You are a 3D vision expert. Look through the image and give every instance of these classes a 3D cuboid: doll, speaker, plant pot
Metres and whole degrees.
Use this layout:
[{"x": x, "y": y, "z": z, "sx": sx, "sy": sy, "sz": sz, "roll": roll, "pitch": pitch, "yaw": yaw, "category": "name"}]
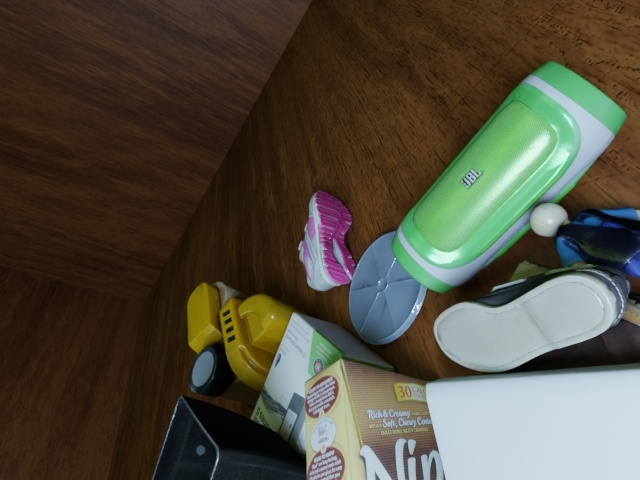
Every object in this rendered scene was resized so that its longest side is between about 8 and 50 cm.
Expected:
[{"x": 0.294, "y": 0.002, "z": 0.410, "sx": 0.129, "sy": 0.046, "sz": 0.189, "roll": -35, "pitch": 35, "yaw": -24, "category": "doll"}, {"x": 0.223, "y": -0.068, "z": 0.556, "sx": 0.297, "sy": 0.131, "sz": 0.131, "roll": -53, "pitch": 31, "yaw": 27, "category": "speaker"}, {"x": -0.122, "y": 0.344, "z": 0.590, "sx": 0.188, "sy": 0.166, "sz": 0.188, "roll": 4, "pitch": 76, "yaw": 59, "category": "plant pot"}]

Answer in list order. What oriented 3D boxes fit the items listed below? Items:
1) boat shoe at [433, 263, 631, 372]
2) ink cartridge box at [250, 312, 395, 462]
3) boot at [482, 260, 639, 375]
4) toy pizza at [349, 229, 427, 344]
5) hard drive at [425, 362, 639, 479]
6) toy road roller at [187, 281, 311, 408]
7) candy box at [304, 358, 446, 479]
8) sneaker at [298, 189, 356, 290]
[{"x": 0.195, "y": 0.076, "z": 0.419, "sx": 0.075, "sy": 0.064, "sz": 0.206, "roll": 64, "pitch": 148, "yaw": 11, "category": "boat shoe"}, {"x": -0.015, "y": 0.291, "z": 0.735, "sx": 0.198, "sy": 0.114, "sz": 0.273, "roll": 22, "pitch": 91, "yaw": 62, "category": "ink cartridge box"}, {"x": 0.259, "y": 0.148, "z": 0.412, "sx": 0.248, "sy": 0.090, "sz": 0.207, "roll": 31, "pitch": 110, "yaw": 61, "category": "boot"}, {"x": 0.118, "y": 0.080, "z": 0.741, "sx": 0.201, "sy": 0.032, "sz": 0.202, "roll": -41, "pitch": 38, "yaw": 43, "category": "toy pizza"}, {"x": 0.248, "y": 0.212, "z": 0.315, "sx": 0.353, "sy": 0.047, "sz": 0.233, "roll": -28, "pitch": 68, "yaw": 50, "category": "hard drive"}, {"x": -0.147, "y": 0.196, "z": 0.969, "sx": 0.240, "sy": 0.202, "sz": 0.330, "roll": -46, "pitch": 38, "yaw": 15, "category": "toy road roller"}, {"x": 0.082, "y": 0.310, "z": 0.473, "sx": 0.087, "sy": 0.182, "sz": 0.317, "roll": -43, "pitch": 36, "yaw": 38, "category": "candy box"}, {"x": 0.000, "y": 0.000, "z": 0.935, "sx": 0.111, "sy": 0.102, "sz": 0.253, "roll": -40, "pitch": 38, "yaw": 40, "category": "sneaker"}]
